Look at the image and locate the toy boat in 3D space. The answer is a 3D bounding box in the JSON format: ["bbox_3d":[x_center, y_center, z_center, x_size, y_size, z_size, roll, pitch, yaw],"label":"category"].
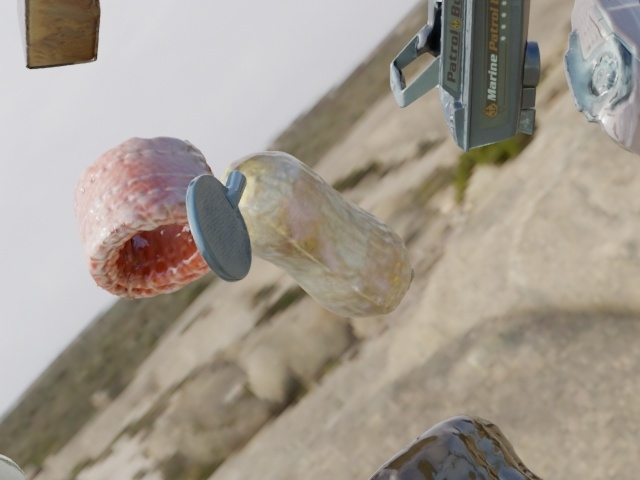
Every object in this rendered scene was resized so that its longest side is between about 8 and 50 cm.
[{"bbox_3d":[0.099,-0.179,1.063,0.093,0.103,0.246,-99,7,-62],"label":"toy boat"}]

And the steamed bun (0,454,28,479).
[{"bbox_3d":[-0.514,0.367,1.576,0.455,0.371,0.290,-61,25,19],"label":"steamed bun"}]

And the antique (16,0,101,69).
[{"bbox_3d":[-0.317,-0.301,1.900,0.093,0.087,0.310,-8,-14,-12],"label":"antique"}]

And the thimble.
[{"bbox_3d":[-0.263,-0.037,2.428,0.239,0.162,0.239,-13,-35,-9],"label":"thimble"}]

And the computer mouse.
[{"bbox_3d":[0.456,-0.284,2.259,0.115,0.200,0.389,-42,42,46],"label":"computer mouse"}]

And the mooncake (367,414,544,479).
[{"bbox_3d":[0.145,0.380,1.925,0.324,0.187,0.324,-38,-26,-22],"label":"mooncake"}]

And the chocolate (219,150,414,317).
[{"bbox_3d":[0.000,0.000,1.874,0.134,0.309,0.134,-26,45,30],"label":"chocolate"}]

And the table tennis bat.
[{"bbox_3d":[-0.089,-0.022,1.447,0.019,0.100,0.155,-23,25,20],"label":"table tennis bat"}]
